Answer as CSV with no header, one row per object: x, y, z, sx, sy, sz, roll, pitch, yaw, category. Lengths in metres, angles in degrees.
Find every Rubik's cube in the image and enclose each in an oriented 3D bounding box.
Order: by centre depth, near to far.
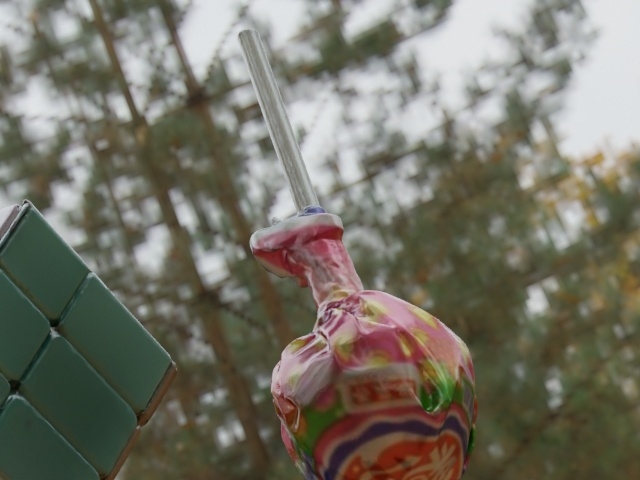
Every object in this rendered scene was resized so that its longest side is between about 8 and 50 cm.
-0.309,0.136,1.696,0.221,0.225,0.231,-15,-56,42,Rubik's cube

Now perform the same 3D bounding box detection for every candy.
0.000,0.000,1.168,0.124,0.365,0.124,-13,-35,-10,candy
